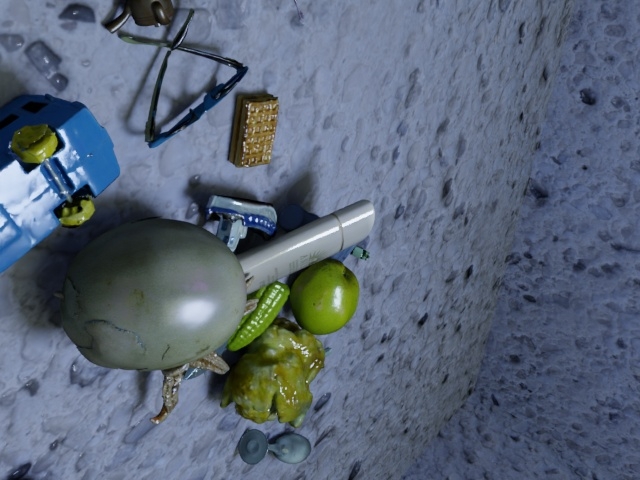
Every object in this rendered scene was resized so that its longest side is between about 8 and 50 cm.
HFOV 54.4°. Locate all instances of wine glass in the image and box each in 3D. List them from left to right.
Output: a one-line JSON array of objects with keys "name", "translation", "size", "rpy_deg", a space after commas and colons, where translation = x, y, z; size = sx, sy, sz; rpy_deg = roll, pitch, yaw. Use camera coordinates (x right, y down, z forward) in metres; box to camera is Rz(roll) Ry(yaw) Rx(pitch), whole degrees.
[{"name": "wine glass", "translation": [-0.088, 0.557, 1.900], "size": [0.264, 0.096, 0.309], "rpy_deg": [-62, 149, -5]}]

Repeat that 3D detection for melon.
[{"name": "melon", "translation": [-0.291, 0.092, 1.086], "size": [0.330, 0.268, 0.268], "rpy_deg": [-4, 117, -37]}]

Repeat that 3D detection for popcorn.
[{"name": "popcorn", "translation": [-0.115, 0.335, 1.571], "size": [0.276, 0.225, 0.276], "rpy_deg": [-160, -90, -79]}]

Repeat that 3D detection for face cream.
[{"name": "face cream", "translation": [-0.042, 0.017, 1.430], "size": [0.348, 0.081, 0.173], "rpy_deg": [-24, 163, -13]}, {"name": "face cream", "translation": [0.000, 0.000, 1.632], "size": [0.135, 0.086, 0.385], "rpy_deg": [-52, 153, 0]}]

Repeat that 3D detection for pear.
[{"name": "pear", "translation": [0.017, 0.145, 1.663], "size": [0.187, 0.187, 0.220], "rpy_deg": [-14, 133, -52]}]

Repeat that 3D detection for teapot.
[{"name": "teapot", "translation": [-0.280, -0.354, 0.954], "size": [0.110, 0.085, 0.080], "rpy_deg": [-29, 136, -14]}]

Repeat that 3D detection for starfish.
[{"name": "starfish", "translation": [-0.257, 0.232, 1.309], "size": [0.375, 0.094, 0.327], "rpy_deg": [-59, 169, 14]}]

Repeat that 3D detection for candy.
[{"name": "candy", "translation": [-0.162, 0.180, 1.514], "size": [0.209, 0.096, 0.097], "rpy_deg": [-54, 148, -6]}]

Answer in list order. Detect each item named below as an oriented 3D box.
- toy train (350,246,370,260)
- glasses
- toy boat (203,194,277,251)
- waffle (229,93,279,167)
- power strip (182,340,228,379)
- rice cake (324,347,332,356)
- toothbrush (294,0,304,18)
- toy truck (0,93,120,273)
[{"name": "toy train", "translation": [0.120, 0.038, 1.863], "size": [0.083, 0.053, 0.033], "rpy_deg": [22, 94, -58]}, {"name": "glasses", "translation": [-0.231, -0.276, 1.054], "size": [0.239, 0.102, 0.207], "rpy_deg": [-49, 146, -22]}, {"name": "toy boat", "translation": [-0.167, -0.031, 1.315], "size": [0.262, 0.114, 0.115], "rpy_deg": [1, 100, -65]}, {"name": "waffle", "translation": [-0.136, -0.227, 1.290], "size": [0.102, 0.042, 0.148], "rpy_deg": [-22, 130, -50]}, {"name": "power strip", "translation": [-0.269, 0.234, 1.436], "size": [0.137, 0.044, 0.216], "rpy_deg": [-17, 126, -51]}, {"name": "rice cake", "translation": [-0.005, 0.369, 1.955], "size": [0.121, 0.021, 0.022], "rpy_deg": [-22, 120, -47]}, {"name": "toothbrush", "translation": [-0.050, -0.489, 1.258], "size": [0.006, 0.008, 0.097], "rpy_deg": [-65, 151, -25]}, {"name": "toy truck", "translation": [-0.459, -0.045, 0.829], "size": [0.385, 0.162, 0.161], "rpy_deg": [-47, 145, -27]}]
